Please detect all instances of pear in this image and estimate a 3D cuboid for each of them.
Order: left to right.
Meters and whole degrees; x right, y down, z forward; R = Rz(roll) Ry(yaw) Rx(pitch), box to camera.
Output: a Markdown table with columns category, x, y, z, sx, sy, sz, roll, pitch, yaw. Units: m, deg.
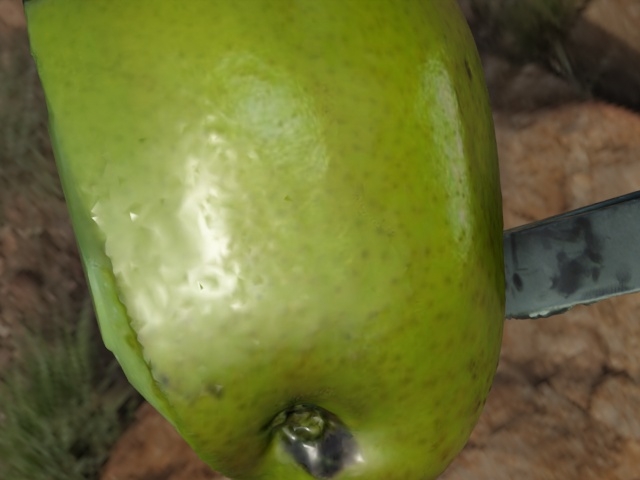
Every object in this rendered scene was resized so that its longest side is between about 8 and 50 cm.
| category | x | y | z | sx | sy | sz | roll | pitch | yaw |
| --- | --- | --- | --- | --- | --- | --- | --- | --- | --- |
| pear | 0.000 | 0.000 | 1.084 | 0.238 | 0.342 | 0.318 | -17 | 78 | 11 |

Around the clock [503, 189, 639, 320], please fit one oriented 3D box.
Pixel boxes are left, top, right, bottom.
| category | x | y | z | sx | sy | sz | roll | pitch | yaw |
| --- | --- | --- | --- | --- | --- | --- | --- | --- | --- |
| clock | 0.276 | -0.013 | 1.381 | 0.325 | 0.325 | 0.067 | -16 | 90 | 13 |
